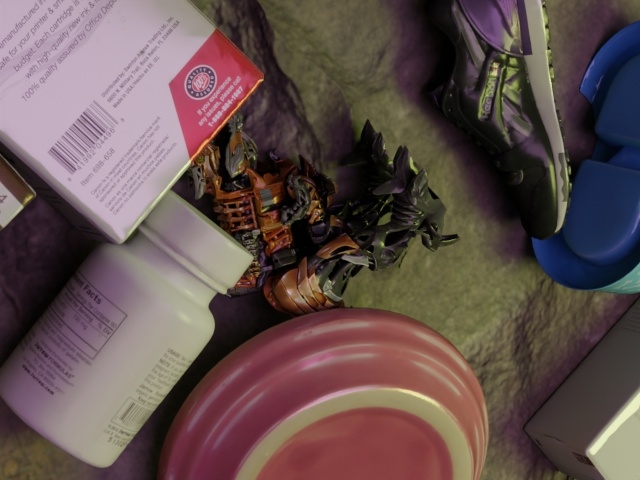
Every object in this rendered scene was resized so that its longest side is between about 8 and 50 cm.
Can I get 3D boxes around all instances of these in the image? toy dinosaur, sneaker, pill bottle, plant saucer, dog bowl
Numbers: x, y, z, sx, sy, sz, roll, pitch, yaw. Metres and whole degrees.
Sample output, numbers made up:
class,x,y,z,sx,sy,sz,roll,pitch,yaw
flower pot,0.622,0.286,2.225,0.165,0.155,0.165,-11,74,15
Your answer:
class,x,y,z,sx,sy,sz,roll,pitch,yaw
toy dinosaur,0.000,0.000,1.609,0.218,0.164,0.322,-36,132,-3
sneaker,0.169,-0.132,1.695,0.124,0.107,0.283,-13,106,-5
pill bottle,-0.168,0.073,1.489,0.131,0.131,0.229,38,91,-28
plant saucer,0.015,0.225,1.604,0.332,0.084,0.332,-9,120,-16
dog bowl,0.328,-0.080,1.744,0.074,0.166,0.297,24,86,-41

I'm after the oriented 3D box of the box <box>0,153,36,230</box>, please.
class,x,y,z,sx,sy,sz,roll,pitch,yaw
box,-0.365,-0.049,1.343,0.167,0.203,0.168,-46,115,-14

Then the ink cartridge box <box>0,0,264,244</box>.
class,x,y,z,sx,sy,sz,roll,pitch,yaw
ink cartridge box,-0.219,-0.159,1.435,0.273,0.114,0.197,44,77,-18

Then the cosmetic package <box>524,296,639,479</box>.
class,x,y,z,sx,sy,sz,roll,pitch,yaw
cosmetic package,0.340,0.156,1.808,0.231,0.117,0.085,-46,115,-13
